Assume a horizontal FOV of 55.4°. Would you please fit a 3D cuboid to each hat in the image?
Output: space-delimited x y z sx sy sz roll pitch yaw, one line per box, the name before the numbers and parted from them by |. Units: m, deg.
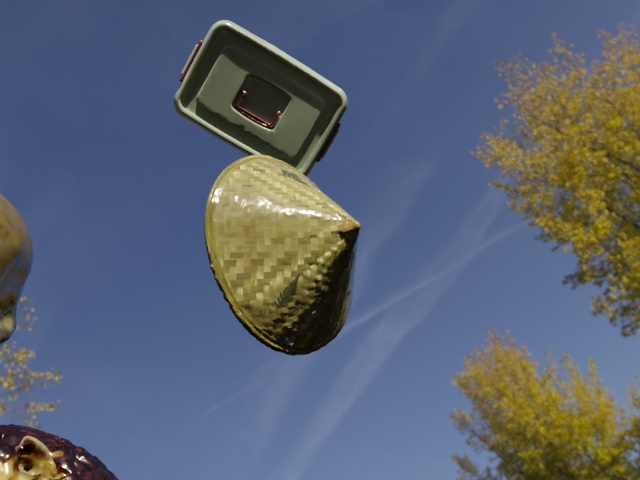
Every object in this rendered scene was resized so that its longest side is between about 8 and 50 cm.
hat | 0.000 0.000 0.408 0.067 0.146 0.146 -20 -31 36

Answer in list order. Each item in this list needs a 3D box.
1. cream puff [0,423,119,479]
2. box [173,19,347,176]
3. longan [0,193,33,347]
cream puff | -0.244 0.253 0.418 0.239 0.239 0.165 -39 -3 9
box | -0.110 -0.261 1.157 0.294 0.167 0.193 30 -82 -9
longan | -0.518 0.049 0.760 0.319 0.319 0.318 -16 -43 -16
